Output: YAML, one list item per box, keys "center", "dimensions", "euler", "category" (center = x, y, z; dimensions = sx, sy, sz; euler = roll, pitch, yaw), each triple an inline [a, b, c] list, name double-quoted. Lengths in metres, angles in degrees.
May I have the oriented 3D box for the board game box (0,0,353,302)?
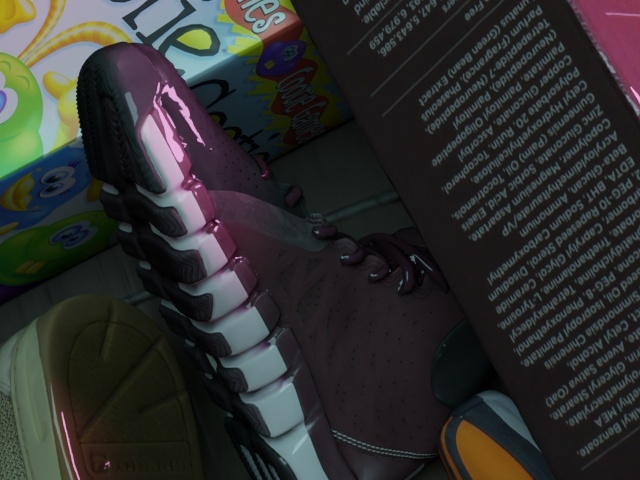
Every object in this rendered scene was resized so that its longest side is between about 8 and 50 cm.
- center: [-0.134, -0.086, 1.048]
  dimensions: [0.275, 0.142, 0.144]
  euler: [-28, 70, -3]
  category: "board game box"

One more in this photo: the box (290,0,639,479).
- center: [0.155, -0.020, 0.913]
  dimensions: [0.143, 0.191, 0.381]
  euler: [-44, 64, 35]
  category: "box"

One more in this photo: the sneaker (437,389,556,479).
- center: [0.104, 0.234, 0.913]
  dimensions: [0.180, 0.124, 0.321]
  euler: [-31, 70, -5]
  category: "sneaker"

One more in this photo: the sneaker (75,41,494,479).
- center: [0.000, 0.000, 0.976]
  dimensions: [0.162, 0.281, 0.106]
  euler: [-32, 26, -16]
  category: "sneaker"

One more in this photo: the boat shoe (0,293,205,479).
- center: [-0.109, 0.201, 0.971]
  dimensions: [0.110, 0.121, 0.341]
  euler: [-28, 60, 37]
  category: "boat shoe"
